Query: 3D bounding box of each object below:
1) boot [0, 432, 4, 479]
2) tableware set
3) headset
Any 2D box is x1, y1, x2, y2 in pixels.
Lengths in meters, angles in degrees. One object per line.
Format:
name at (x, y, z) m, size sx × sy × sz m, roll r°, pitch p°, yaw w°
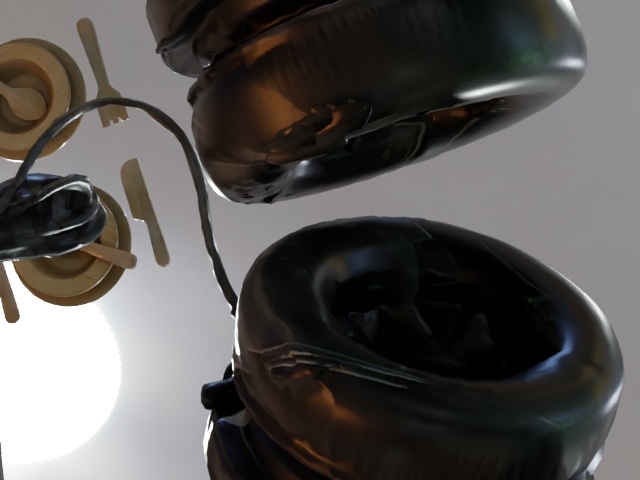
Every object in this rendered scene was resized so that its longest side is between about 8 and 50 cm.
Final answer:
boot at (-0.181, 0.302, 1.050) m, size 0.367 × 0.146 × 0.445 m, roll -10°, pitch -96°, yaw -10°
tableware set at (-0.189, -0.050, 1.203) m, size 0.128 × 0.039 × 0.194 m, roll -21°, pitch -101°, yaw 7°
headset at (0.000, 0.000, 0.546) m, size 0.185 × 0.394 × 0.243 m, roll -14°, pitch -78°, yaw -39°
